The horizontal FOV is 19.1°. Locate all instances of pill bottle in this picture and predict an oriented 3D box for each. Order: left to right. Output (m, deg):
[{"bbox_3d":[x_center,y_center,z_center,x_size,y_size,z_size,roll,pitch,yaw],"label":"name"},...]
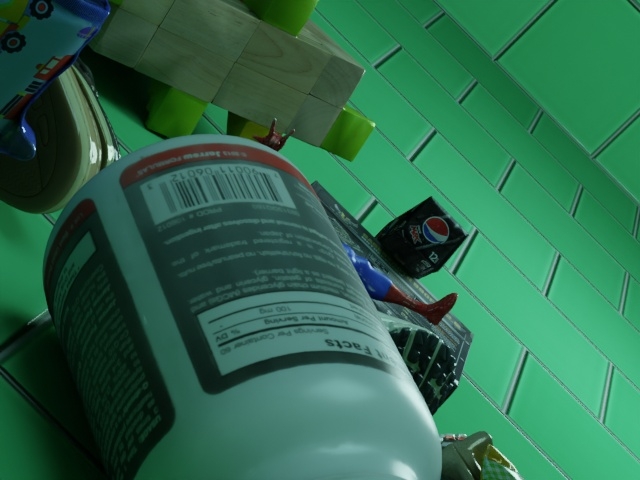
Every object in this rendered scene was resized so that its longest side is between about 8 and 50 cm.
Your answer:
[{"bbox_3d":[-0.045,0.114,1.254,0.210,0.210,0.363,30,24,-41],"label":"pill bottle"}]

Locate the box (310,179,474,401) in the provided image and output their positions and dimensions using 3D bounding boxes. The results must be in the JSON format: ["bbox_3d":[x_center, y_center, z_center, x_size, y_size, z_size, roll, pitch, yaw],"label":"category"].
[{"bbox_3d":[0.043,0.055,1.849,0.231,0.056,0.183,44,16,-3],"label":"box"}]

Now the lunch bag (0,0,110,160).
[{"bbox_3d":[-0.296,-0.135,1.223,0.293,0.221,0.138,35,20,-30],"label":"lunch bag"}]

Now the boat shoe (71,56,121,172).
[{"bbox_3d":[-0.223,-0.127,1.613,0.073,0.080,0.223,11,33,-53],"label":"boat shoe"}]

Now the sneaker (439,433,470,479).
[{"bbox_3d":[0.144,0.226,1.690,0.158,0.061,0.065,33,27,-32],"label":"sneaker"}]

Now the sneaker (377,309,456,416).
[{"bbox_3d":[0.009,0.079,1.639,0.283,0.110,0.122,35,5,-44],"label":"sneaker"}]

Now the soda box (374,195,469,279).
[{"bbox_3d":[0.094,0.005,1.954,0.060,0.053,0.169,45,-15,-3],"label":"soda box"}]

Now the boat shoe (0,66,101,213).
[{"bbox_3d":[-0.252,-0.147,1.522,0.110,0.121,0.341,20,29,-52],"label":"boat shoe"}]

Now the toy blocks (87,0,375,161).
[{"bbox_3d":[-0.140,-0.235,1.933,0.381,0.190,0.261,21,17,-39],"label":"toy blocks"}]

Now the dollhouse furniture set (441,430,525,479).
[{"bbox_3d":[0.193,0.271,1.272,0.197,0.151,0.301,-121,-164,-52],"label":"dollhouse furniture set"}]

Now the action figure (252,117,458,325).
[{"bbox_3d":[0.000,0.000,1.683,0.280,0.139,0.091,27,55,-7],"label":"action figure"}]
